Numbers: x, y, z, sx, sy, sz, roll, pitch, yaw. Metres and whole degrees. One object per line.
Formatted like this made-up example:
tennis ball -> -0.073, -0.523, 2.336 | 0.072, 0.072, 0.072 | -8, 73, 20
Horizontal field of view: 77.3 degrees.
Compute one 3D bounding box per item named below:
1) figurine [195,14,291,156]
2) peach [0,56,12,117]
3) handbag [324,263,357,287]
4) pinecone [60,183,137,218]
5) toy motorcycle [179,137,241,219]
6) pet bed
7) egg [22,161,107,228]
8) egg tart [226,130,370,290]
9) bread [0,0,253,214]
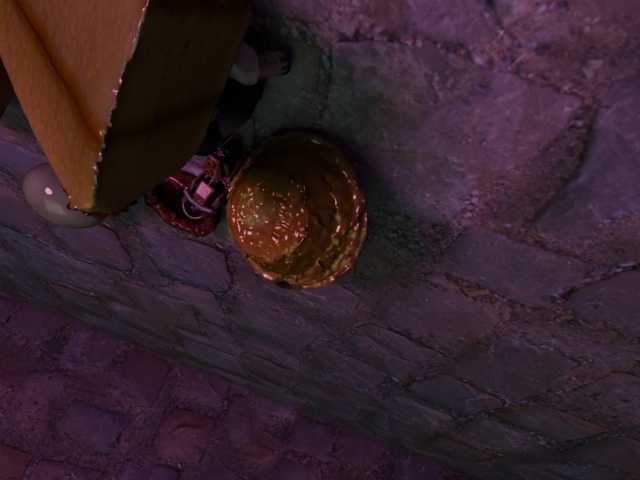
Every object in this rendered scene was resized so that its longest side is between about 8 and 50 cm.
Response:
figurine -> -0.151, -0.219, 0.600 | 0.145, 0.145, 0.222 | 37, 142, -21
peach -> -0.704, -0.293, 0.735 | 0.214, 0.214, 0.236 | 41, 148, -25
handbag -> 0.001, -0.001, 0.829 | 0.180, 0.116, 0.205 | 25, 146, -5
pinecone -> -0.486, -0.133, 0.889 | 0.174, 0.173, 0.173 | 14, 145, 10
toy motorcycle -> -0.214, -0.111, 0.792 | 0.084, 0.118, 0.212 | 40, 144, -1
pet bed -> -0.328, -0.091, 0.942 | 0.202, 0.053, 0.201 | 15, 140, 13
egg -> -0.621, -0.109, 0.986 | 0.192, 0.149, 0.149 | 32, 145, -28
egg tart -> -0.062, -0.046, 0.680 | 0.295, 0.116, 0.294 | 5, 101, 29
bread -> -0.292, -0.239, 0.422 | 0.362, 0.244, 0.233 | 33, 122, -4
